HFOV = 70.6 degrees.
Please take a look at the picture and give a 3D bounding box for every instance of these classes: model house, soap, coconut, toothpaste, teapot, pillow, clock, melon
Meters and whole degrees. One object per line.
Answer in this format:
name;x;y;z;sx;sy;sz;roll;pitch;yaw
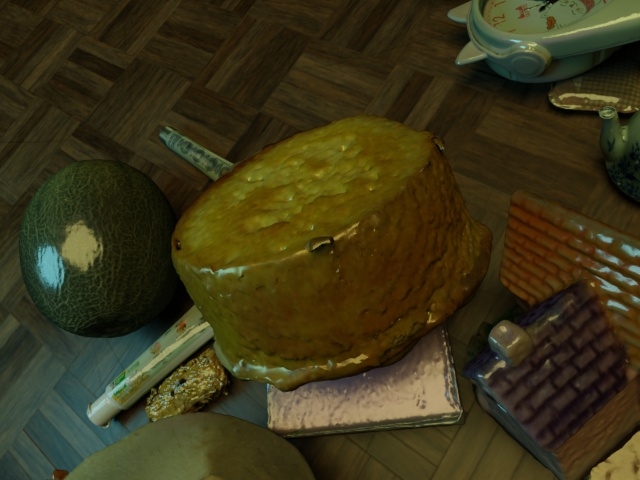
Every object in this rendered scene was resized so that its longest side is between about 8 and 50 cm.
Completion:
model house;0.256;0.085;0.488;0.237;0.237;0.202;-37;38;0
soap;0.054;0.175;0.633;0.260;0.081;0.180;-12;64;13
coconut;-0.153;0.356;0.482;0.353;0.352;0.352;-6;67;14
toothpaste;-0.246;0.178;0.741;0.314;0.058;0.056;-41;20;-7
teapot;0.484;-0.132;0.593;0.232;0.159;0.158;8;71;20
toothpaste;-0.226;-0.158;0.877;0.239;0.039;0.062;33;85;24
pillow;0.455;-0.295;0.731;0.136;0.034;0.211;11;71;23
clock;0.375;-0.373;0.723;0.325;0.108;0.264;-11;61;24
melon;-0.352;0.004;0.738;0.238;0.237;0.301;-22;62;7

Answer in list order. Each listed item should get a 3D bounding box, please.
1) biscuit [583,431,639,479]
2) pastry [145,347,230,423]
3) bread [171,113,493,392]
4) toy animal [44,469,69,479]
biscuit;0.481;0.290;0.467;0.366;0.062;0.384;-19;62;10
pastry;-0.207;0.235;0.704;0.140;0.056;0.080;-31;71;-4
bread;0.000;0.000;0.586;0.399;0.215;0.398;-19;31;12
toy animal;-0.416;0.493;0.586;0.227;0.188;0.358;-3;59;21
